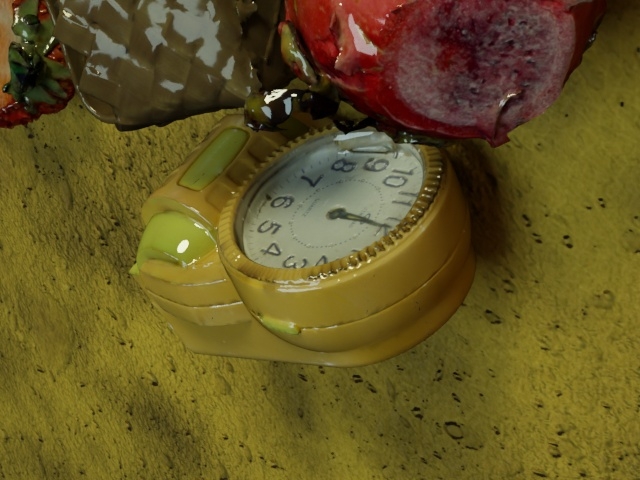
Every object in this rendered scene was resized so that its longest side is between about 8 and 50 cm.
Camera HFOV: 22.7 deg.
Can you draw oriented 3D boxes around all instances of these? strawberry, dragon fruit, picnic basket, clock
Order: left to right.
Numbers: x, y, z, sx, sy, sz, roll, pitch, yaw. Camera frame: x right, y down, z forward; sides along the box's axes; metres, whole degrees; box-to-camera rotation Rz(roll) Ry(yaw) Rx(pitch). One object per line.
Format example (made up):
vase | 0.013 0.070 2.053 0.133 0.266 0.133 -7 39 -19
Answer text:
strawberry | -0.349 -0.227 1.865 0.286 0.106 0.188 27 113 56
picnic basket | -0.126 -0.239 1.411 0.321 0.291 0.254 -4 113 39
clock | 0.000 0.000 1.493 0.317 0.244 0.200 9 143 42
dragon fruit | 0.082 -0.215 1.214 0.291 0.250 0.269 -109 35 -47
